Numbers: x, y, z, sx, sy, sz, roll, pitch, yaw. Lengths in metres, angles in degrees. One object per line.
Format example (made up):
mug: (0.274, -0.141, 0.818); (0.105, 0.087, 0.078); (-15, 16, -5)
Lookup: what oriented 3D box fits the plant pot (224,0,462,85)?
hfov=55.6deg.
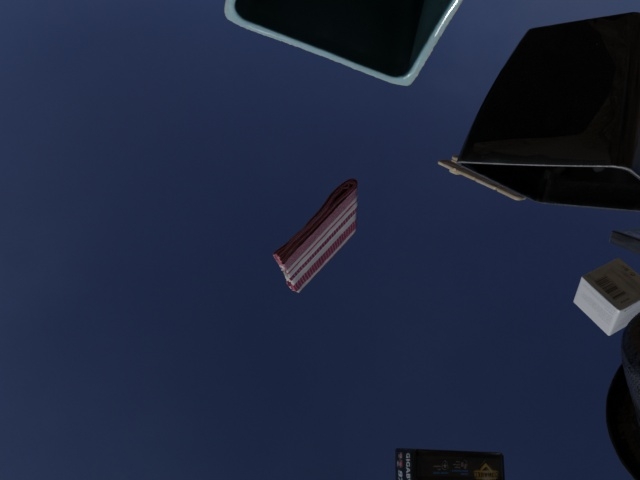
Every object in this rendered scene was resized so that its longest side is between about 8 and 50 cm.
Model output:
plant pot: (0.054, -0.389, 0.713); (0.247, 0.247, 0.252); (18, -121, -10)

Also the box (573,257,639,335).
box: (0.578, 0.110, 1.195); (0.101, 0.087, 0.101); (-23, -132, -15)

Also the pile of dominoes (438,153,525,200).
pile of dominoes: (0.391, -0.131, 1.307); (0.195, 0.040, 0.251); (-10, -150, -30)

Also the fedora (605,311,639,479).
fedora: (0.484, 0.174, 0.749); (0.334, 0.152, 0.334); (-36, -160, 15)

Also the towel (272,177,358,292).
towel: (0.000, 0.000, 1.395); (0.037, 0.329, 0.237); (42, -100, 13)

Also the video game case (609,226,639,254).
video game case: (0.811, 0.027, 1.288); (0.248, 0.035, 0.275); (-6, -157, -28)

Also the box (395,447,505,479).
box: (0.218, 0.439, 1.006); (0.220, 0.051, 0.175); (16, -113, -32)

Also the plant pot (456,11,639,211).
plant pot: (0.291, -0.134, 0.660); (0.187, 0.167, 0.188); (16, 176, -40)
